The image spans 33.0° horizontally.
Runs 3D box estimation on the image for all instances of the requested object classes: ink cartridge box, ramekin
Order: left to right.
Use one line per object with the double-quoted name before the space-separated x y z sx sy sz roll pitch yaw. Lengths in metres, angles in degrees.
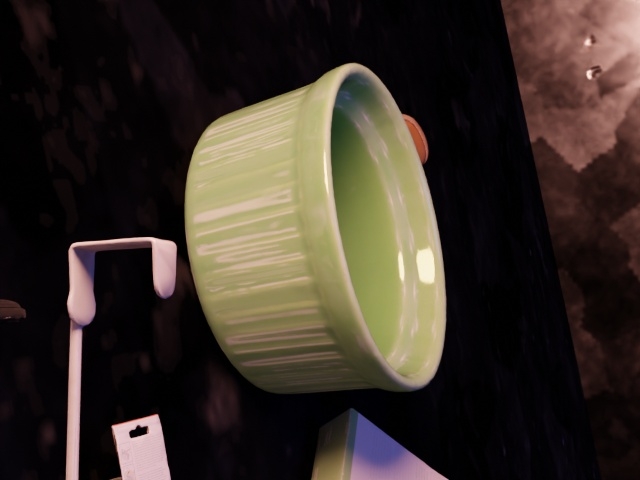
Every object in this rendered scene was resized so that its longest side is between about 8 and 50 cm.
"ink cartridge box" -0.130 0.183 0.753 0.063 0.029 0.115 3 75 -67
"ramekin" 0.000 0.000 1.009 0.303 0.148 0.303 -12 90 -69
"ink cartridge box" 0.092 0.295 1.068 0.235 0.056 0.171 39 32 -20

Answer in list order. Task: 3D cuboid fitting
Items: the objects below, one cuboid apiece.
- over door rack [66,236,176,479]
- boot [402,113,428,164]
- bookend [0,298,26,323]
"over door rack" -0.192 0.136 0.476 0.239 0.108 0.324 15 86 -66
"boot" 0.072 -0.099 1.355 0.197 0.073 0.152 38 42 -42
"bookend" -0.235 -0.029 0.543 0.157 0.072 0.156 11 69 -68
